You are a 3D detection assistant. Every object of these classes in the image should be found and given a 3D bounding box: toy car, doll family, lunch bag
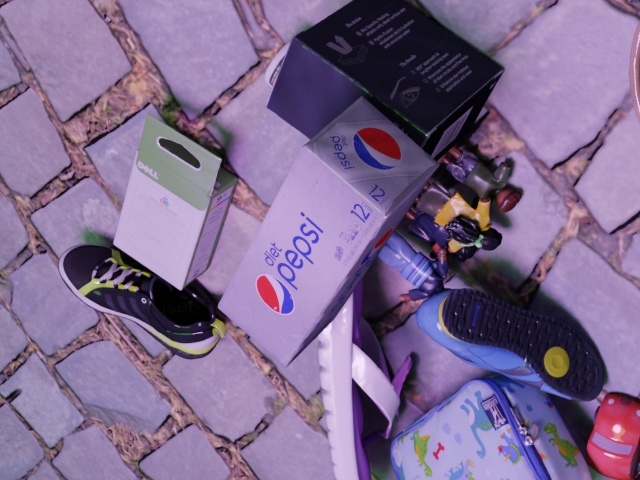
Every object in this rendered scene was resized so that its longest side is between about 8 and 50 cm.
[{"bbox_3d":[0.324,0.302,1.373,0.225,0.053,0.239,44,133,6],"label":"toy car"},{"bbox_3d":[0.132,-0.008,1.316,0.111,0.076,0.193,38,138,5],"label":"doll family"},{"bbox_3d":[0.181,0.249,1.384,0.219,0.090,0.176,-43,67,48],"label":"lunch bag"}]

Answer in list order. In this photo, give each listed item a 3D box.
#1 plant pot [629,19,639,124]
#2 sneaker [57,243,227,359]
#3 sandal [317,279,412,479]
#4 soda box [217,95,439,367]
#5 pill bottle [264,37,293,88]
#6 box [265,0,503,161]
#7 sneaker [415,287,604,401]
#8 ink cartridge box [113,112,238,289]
[{"bbox_3d":[0.378,-0.142,1.025,0.237,0.110,0.237,17,125,27],"label":"plant pot"},{"bbox_3d":[-0.216,0.057,1.590,0.234,0.084,0.097,28,147,5],"label":"sneaker"},{"bbox_3d":[0.052,0.142,1.428,0.102,0.169,0.416,-4,120,2],"label":"sandal"},{"bbox_3d":[0.000,0.000,1.197,0.098,0.091,0.286,41,143,8],"label":"soda box"},{"bbox_3d":[0.004,-0.152,1.319,0.116,0.065,0.065,41,133,9],"label":"pill bottle"},{"bbox_3d":[0.062,-0.145,1.220,0.158,0.156,0.093,38,134,12],"label":"box"},{"bbox_3d":[0.194,0.107,1.318,0.209,0.069,0.082,25,161,-16],"label":"sneaker"},{"bbox_3d":[-0.166,-0.054,1.504,0.109,0.062,0.209,34,131,15],"label":"ink cartridge box"}]
